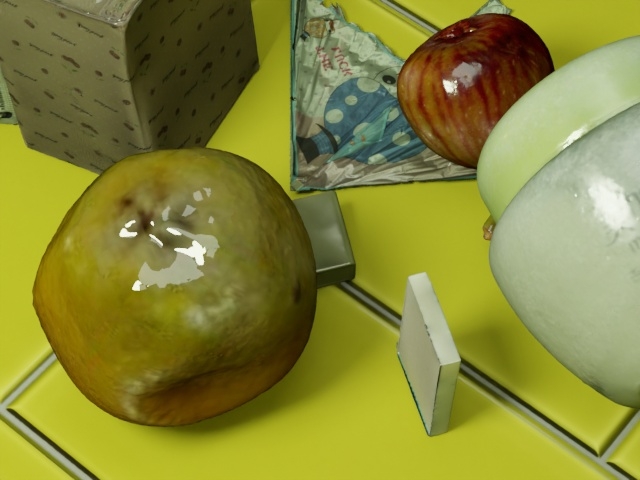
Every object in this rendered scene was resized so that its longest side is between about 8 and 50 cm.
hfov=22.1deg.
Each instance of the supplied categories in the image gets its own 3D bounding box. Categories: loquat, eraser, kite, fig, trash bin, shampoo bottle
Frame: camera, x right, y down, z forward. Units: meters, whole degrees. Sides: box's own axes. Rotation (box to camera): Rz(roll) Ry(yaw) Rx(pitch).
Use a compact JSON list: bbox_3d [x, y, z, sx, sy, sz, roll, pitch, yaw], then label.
[{"bbox_3d":[-0.141,0.035,1.571,0.276,0.284,0.276,0,63,0],"label":"loquat"},{"bbox_3d":[0.103,0.111,1.592,0.023,0.150,0.103,-13,58,-10],"label":"eraser"},{"bbox_3d":[0.094,-0.163,1.852,0.406,0.014,0.368,37,64,23],"label":"kite"},{"bbox_3d":[0.179,-0.132,1.746,0.175,0.207,0.175,-26,19,10],"label":"fig"},{"bbox_3d":[0.000,0.000,1.730,0.061,0.043,0.092,-14,59,-8],"label":"trash bin"},{"bbox_3d":[0.325,-0.011,1.568,0.322,0.322,0.317,-24,69,-14],"label":"shampoo bottle"}]

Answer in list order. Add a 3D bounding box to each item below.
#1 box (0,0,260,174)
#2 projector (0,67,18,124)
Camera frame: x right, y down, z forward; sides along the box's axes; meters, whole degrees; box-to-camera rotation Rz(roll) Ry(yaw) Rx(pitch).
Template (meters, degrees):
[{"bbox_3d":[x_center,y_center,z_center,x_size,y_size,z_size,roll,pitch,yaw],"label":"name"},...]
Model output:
[{"bbox_3d":[-0.208,-0.230,1.737,0.190,0.297,0.225,21,60,17],"label":"box"},{"bbox_3d":[-0.387,-0.274,1.836,0.163,0.177,0.242,7,57,4],"label":"projector"}]
